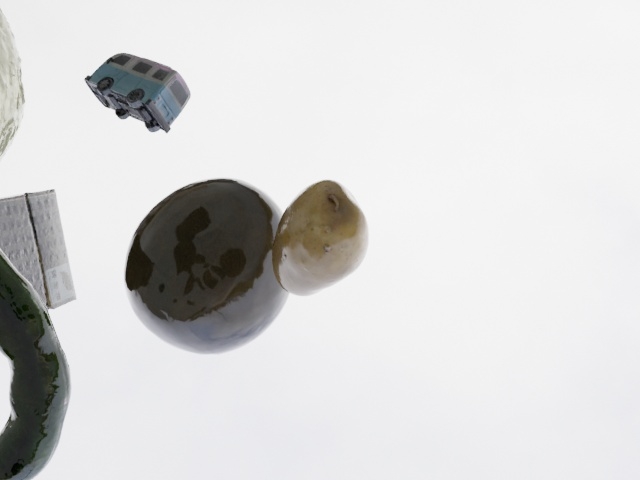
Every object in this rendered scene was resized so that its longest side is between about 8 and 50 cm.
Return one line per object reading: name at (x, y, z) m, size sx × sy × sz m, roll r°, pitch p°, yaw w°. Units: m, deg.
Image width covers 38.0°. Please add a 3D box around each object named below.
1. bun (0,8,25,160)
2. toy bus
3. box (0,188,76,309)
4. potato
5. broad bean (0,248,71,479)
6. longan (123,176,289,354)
bun at (-0.438, -0.170, 0.804) m, size 0.349 × 0.227 × 0.352 m, roll 21°, pitch -152°, yaw 23°
toy bus at (-0.223, -0.188, 1.145) m, size 0.123 × 0.060 × 0.075 m, roll 24°, pitch -111°, yaw 33°
box at (-0.460, 0.031, 1.314) m, size 0.047 × 0.325 × 0.180 m, roll -8°, pitch -84°, yaw 17°
potato at (0.000, 0.000, 1.091) m, size 0.109 × 0.178 × 0.118 m, roll -3°, pitch -113°, yaw -19°
broad bean at (-0.297, 0.112, 0.838) m, size 0.144 × 0.292 × 0.049 m, roll 2°, pitch -166°, yaw 1°
longan at (-0.156, 0.039, 1.350) m, size 0.258 × 0.258 × 0.258 m, roll -11°, pitch -128°, yaw 15°
